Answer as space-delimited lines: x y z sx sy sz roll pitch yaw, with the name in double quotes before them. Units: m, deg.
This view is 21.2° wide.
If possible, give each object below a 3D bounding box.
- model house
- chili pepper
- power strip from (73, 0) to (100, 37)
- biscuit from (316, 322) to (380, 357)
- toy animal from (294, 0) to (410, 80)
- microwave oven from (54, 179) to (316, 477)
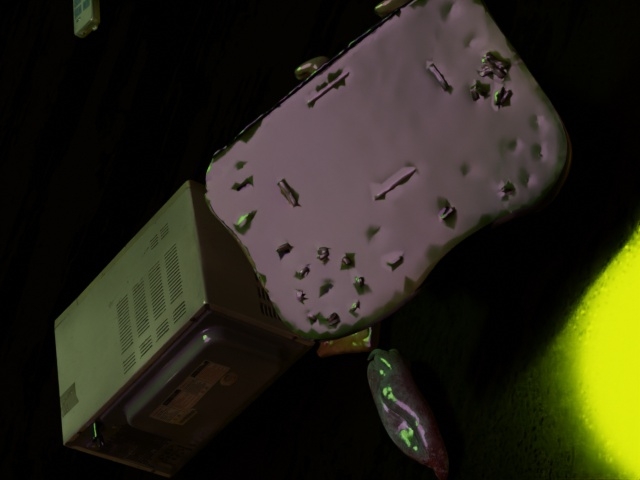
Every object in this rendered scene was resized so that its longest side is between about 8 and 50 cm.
"model house" 0.075 -0.059 1.472 0.294 0.154 0.207 -36 79 16
"chili pepper" 0.071 0.143 1.466 0.050 0.041 0.153 84 168 -46
"power strip" -0.298 -0.299 2.174 0.040 0.016 0.090 -36 47 37
"biscuit" 0.029 0.066 1.574 0.081 0.018 0.083 -13 63 49
"toy animal" 0.042 -0.131 1.604 0.218 0.103 0.101 -35 72 29
"microwave oven" -0.133 0.096 1.661 0.240 0.145 0.194 -44 43 30
